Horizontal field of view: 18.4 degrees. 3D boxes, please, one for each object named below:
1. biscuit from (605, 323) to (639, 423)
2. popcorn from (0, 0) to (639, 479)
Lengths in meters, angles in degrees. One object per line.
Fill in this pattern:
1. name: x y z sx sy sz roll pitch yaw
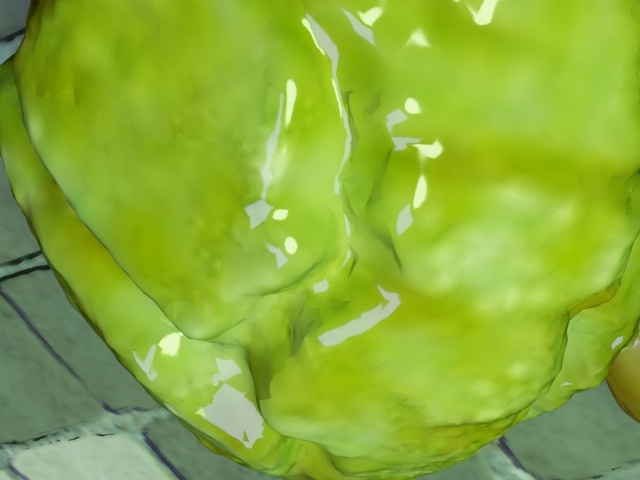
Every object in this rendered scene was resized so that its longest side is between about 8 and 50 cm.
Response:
1. biscuit: 0.197 0.065 0.632 0.208 0.047 0.164 -4 128 33
2. popcorn: 0.011 -0.046 0.505 0.184 0.204 0.221 7 120 -12
